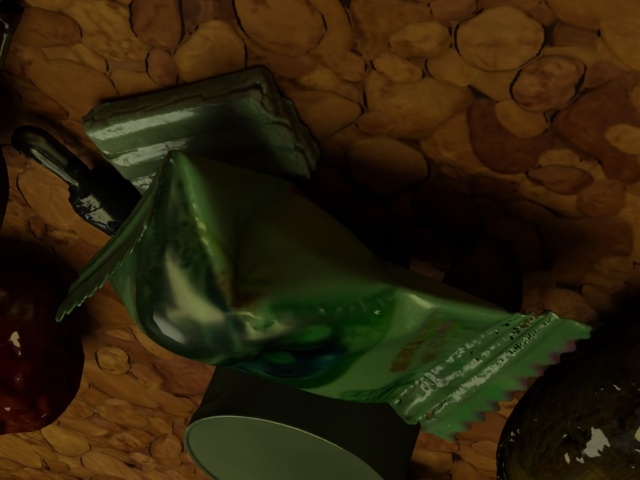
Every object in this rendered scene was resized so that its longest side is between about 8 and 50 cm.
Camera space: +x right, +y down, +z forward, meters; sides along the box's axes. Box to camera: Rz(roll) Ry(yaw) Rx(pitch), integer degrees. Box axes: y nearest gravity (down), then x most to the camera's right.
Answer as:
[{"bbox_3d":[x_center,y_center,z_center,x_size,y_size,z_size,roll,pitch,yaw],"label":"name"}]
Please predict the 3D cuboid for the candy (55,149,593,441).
[{"bbox_3d":[-0.001,0.060,1.296,0.398,0.172,0.263,25,155,-9],"label":"candy"}]

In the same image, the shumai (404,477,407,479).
[{"bbox_3d":[0.047,0.336,1.798,0.218,0.184,0.185,13,114,34],"label":"shumai"}]

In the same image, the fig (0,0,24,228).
[{"bbox_3d":[-0.363,-0.099,1.349,0.191,0.190,0.290,20,138,3],"label":"fig"}]

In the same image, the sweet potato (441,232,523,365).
[{"bbox_3d":[0.150,0.093,1.417,0.075,0.075,0.273,12,147,14],"label":"sweet potato"}]

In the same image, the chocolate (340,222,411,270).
[{"bbox_3d":[0.000,0.000,1.408,0.182,0.028,0.086,9,152,23],"label":"chocolate"}]

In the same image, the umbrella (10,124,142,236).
[{"bbox_3d":[-0.194,-0.023,1.448,0.071,0.071,0.248,-15,134,43],"label":"umbrella"}]

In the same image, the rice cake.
[{"bbox_3d":[-0.108,-0.087,1.328,0.211,0.038,0.124,-4,140,33],"label":"rice cake"}]

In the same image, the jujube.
[{"bbox_3d":[-0.347,0.122,1.657,0.174,0.174,0.250,17,147,7],"label":"jujube"}]

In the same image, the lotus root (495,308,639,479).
[{"bbox_3d":[0.284,0.179,1.365,0.196,0.179,0.397,23,149,-7],"label":"lotus root"}]

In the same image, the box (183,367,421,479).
[{"bbox_3d":[-0.010,0.178,1.563,0.226,0.149,0.226,15,148,10],"label":"box"}]
